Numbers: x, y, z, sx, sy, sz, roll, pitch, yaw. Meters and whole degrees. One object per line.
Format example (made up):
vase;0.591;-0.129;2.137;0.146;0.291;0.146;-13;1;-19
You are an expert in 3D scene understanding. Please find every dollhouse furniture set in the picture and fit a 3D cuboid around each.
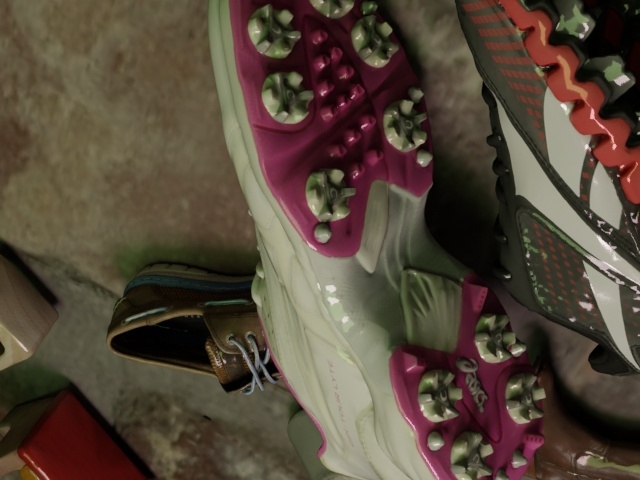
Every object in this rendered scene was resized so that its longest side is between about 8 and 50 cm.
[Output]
dollhouse furniture set;-0.254;0.086;0.949;0.152;0.201;0.374;-25;111;39

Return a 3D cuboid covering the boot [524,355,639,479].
boot;0.169;0.113;0.872;0.114;0.037;0.106;14;144;20

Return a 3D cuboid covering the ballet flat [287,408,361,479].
ballet flat;0.061;0.185;0.963;0.213;0.068;0.072;38;133;-6

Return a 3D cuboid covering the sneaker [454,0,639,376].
sneaker;0.120;-0.037;0.733;0.135;0.098;0.276;-21;116;35

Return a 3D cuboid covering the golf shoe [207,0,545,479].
golf shoe;0.000;0.000;0.795;0.140;0.115;0.306;-13;101;51

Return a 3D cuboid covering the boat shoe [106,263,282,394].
boat shoe;-0.041;0.059;0.913;0.183;0.066;0.066;1;126;26
